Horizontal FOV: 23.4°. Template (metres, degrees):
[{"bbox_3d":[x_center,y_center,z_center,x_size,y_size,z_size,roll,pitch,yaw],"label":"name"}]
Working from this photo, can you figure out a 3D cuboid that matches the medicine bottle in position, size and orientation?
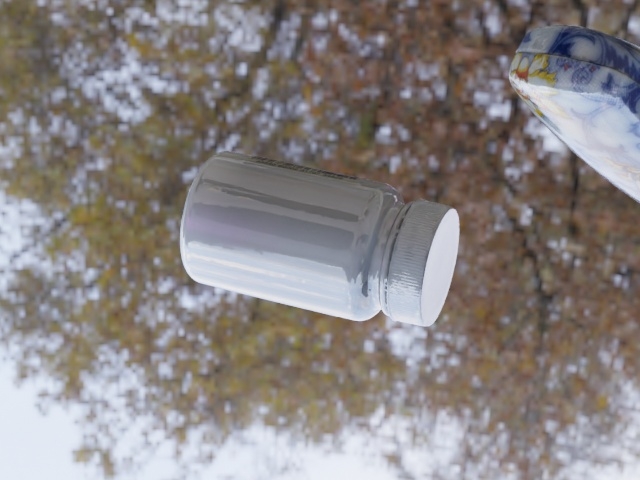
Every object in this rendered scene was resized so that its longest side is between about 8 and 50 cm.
[{"bbox_3d":[0.000,0.000,1.127,0.186,0.103,0.103,12,-149,18],"label":"medicine bottle"}]

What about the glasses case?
[{"bbox_3d":[0.197,-0.046,0.836,0.087,0.065,0.248,22,175,46],"label":"glasses case"}]
